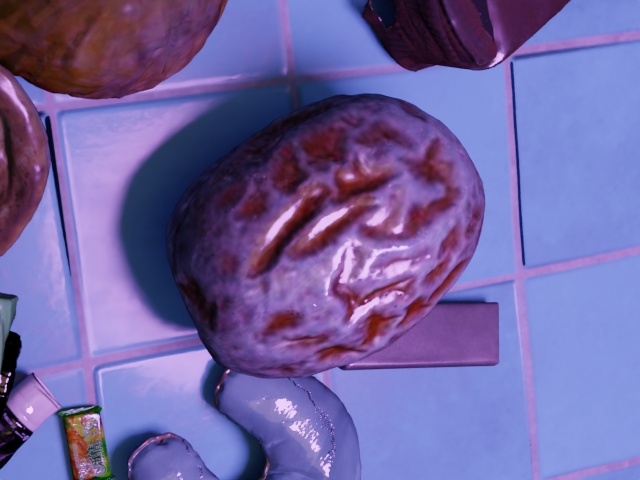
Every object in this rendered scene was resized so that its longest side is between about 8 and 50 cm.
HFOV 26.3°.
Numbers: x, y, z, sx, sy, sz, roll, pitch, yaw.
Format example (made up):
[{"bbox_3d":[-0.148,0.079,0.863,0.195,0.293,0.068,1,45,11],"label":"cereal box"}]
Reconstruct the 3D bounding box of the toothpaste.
[{"bbox_3d":[-0.331,0.207,1.298,0.193,0.045,0.071,-40,107,-8],"label":"toothpaste"}]

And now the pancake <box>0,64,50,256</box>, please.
[{"bbox_3d":[-0.357,-0.072,1.194,0.250,0.031,0.250,-2,121,-3],"label":"pancake"}]

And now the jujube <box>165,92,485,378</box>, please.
[{"bbox_3d":[0.002,-0.001,1.316,0.308,0.215,0.246,-43,111,-11],"label":"jujube"}]

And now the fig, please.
[{"bbox_3d":[-0.160,-0.259,1.137,0.286,0.369,0.286,-5,98,-33],"label":"fig"}]

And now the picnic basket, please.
[{"bbox_3d":[0.180,-0.307,1.366,0.297,0.129,0.222,-44,130,-11],"label":"picnic basket"}]

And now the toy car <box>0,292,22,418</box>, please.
[{"bbox_3d":[-0.384,0.151,1.174,0.213,0.176,0.358,16,91,-10],"label":"toy car"}]

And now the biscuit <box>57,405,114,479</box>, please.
[{"bbox_3d":[-0.230,0.204,1.353,0.046,0.016,0.089,-12,102,-21],"label":"biscuit"}]

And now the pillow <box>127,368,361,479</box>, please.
[{"bbox_3d":[-0.065,0.237,1.395,0.233,0.086,0.214,-43,106,-14],"label":"pillow"}]

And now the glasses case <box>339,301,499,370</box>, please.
[{"bbox_3d":[0.104,0.101,1.470,0.191,0.042,0.072,1,90,-23],"label":"glasses case"}]
